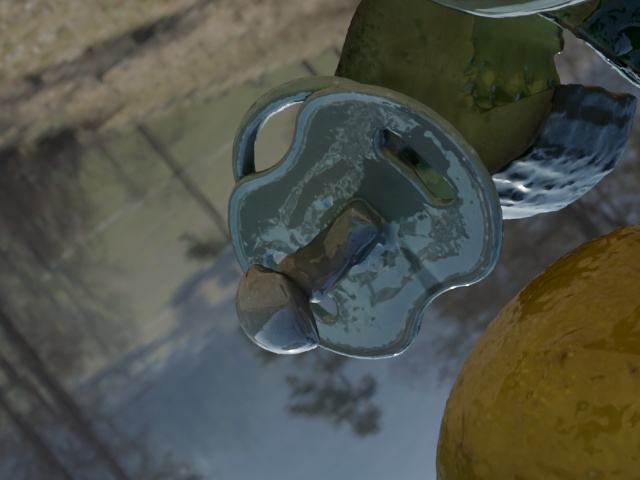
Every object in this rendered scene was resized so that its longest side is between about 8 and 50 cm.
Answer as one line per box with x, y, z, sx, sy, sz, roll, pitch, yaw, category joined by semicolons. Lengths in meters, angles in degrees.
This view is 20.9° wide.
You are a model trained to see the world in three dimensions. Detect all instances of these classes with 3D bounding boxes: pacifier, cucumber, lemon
0.000;0.000;0.729;0.150;0.127;0.116;-38;-177;46;pacifier
0.103;-0.102;1.204;0.191;0.191;0.130;-41;155;23;cucumber
0.209;0.116;1.064;0.320;0.245;0.245;-44;178;-20;lemon

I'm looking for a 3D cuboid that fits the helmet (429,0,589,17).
0.064;-0.171;0.383;0.137;0.204;0.257;-30;-177;-18;helmet

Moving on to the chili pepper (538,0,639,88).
0.223;-0.213;0.948;0.270;0.136;0.099;-59;-159;6;chili pepper
